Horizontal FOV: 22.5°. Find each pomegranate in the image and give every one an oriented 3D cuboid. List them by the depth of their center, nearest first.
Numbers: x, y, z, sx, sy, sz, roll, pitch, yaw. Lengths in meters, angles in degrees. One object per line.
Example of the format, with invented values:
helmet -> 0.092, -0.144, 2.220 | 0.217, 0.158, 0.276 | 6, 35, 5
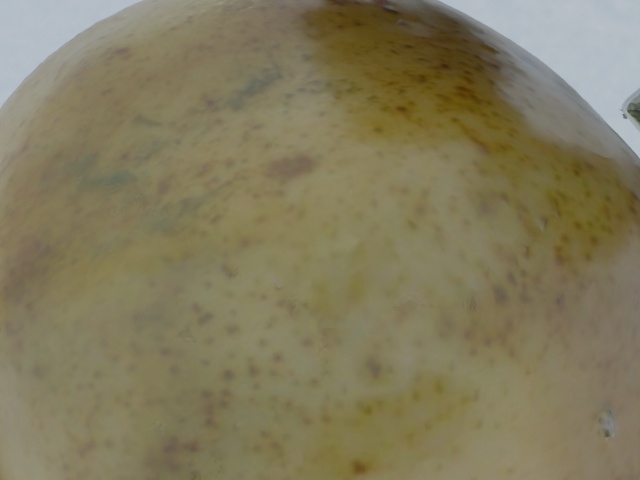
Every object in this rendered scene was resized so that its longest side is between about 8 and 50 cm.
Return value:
pomegranate -> -0.019, 0.084, 0.750 | 0.417, 0.416, 0.416 | 13, 135, 13

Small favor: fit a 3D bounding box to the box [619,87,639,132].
box -> 0.230, -0.089, 1.043 | 0.062, 0.098, 0.045 | -41, 88, 7
